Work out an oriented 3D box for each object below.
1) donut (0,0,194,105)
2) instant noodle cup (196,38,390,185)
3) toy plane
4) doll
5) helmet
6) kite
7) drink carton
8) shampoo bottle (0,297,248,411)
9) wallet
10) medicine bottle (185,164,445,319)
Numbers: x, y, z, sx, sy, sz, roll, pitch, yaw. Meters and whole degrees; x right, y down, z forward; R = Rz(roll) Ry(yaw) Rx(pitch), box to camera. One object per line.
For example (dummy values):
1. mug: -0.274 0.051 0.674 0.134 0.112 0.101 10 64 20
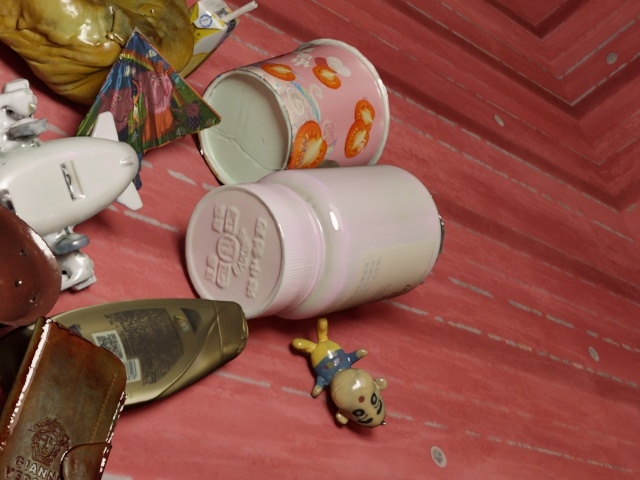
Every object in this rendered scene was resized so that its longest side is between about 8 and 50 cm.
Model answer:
1. donut: -0.345 -0.357 1.532 0.360 0.170 0.360 37 34 -31
2. instant noodle cup: -0.051 -0.189 1.691 0.231 0.243 0.243 -20 75 -51
3. toy plane: -0.321 -0.066 1.288 0.266 0.122 0.267 14 72 -48
4. doll: 0.034 0.198 1.540 0.179 0.102 0.089 49 -8 -3
5. helmet: -0.372 0.038 1.143 0.175 0.106 0.155 1 63 -56
6. kite: -0.246 -0.180 1.467 0.016 0.234 0.321 20 32 33
7. drink carton: -0.185 -0.328 1.674 0.074 0.200 0.084 48 31 -2
8. shampoo bottle: -0.214 0.131 1.277 0.350 0.084 0.126 -8 73 -56
9. wallet: -0.273 0.216 1.078 0.137 0.031 0.255 35 59 -34
10. medicine bottle: 0.000 0.000 1.563 0.378 0.213 0.214 -8 64 -53
